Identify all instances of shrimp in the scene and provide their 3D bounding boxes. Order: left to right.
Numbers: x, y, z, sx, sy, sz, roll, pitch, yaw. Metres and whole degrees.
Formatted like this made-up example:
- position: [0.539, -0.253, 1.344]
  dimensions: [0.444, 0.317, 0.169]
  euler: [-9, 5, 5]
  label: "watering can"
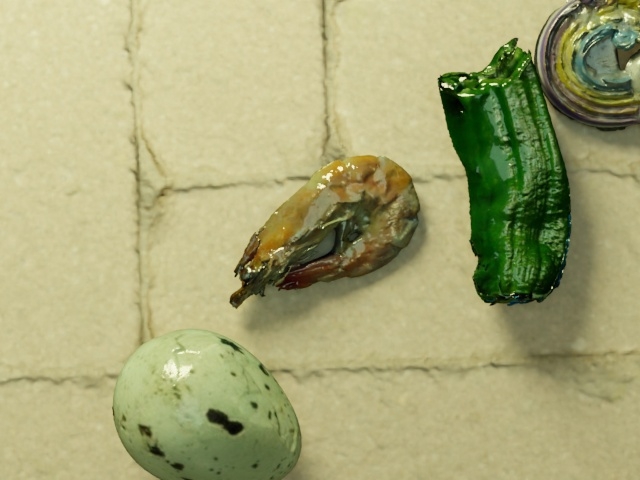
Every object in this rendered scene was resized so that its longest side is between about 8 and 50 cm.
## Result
- position: [0.000, 0.000, 1.089]
  dimensions: [0.190, 0.042, 0.101]
  euler: [-35, 97, 0]
  label: "shrimp"

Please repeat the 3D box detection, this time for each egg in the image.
- position: [-0.089, 0.142, 1.047]
  dimensions: [0.164, 0.131, 0.131]
  euler: [22, 90, -12]
  label: "egg"

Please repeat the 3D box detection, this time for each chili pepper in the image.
- position: [0.159, -0.057, 1.076]
  dimensions: [0.098, 0.061, 0.224]
  euler: [-8, 88, 6]
  label: "chili pepper"

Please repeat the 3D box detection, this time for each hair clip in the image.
- position: [0.239, -0.164, 1.087]
  dimensions: [0.116, 0.049, 0.172]
  euler: [-15, 98, 14]
  label: "hair clip"
